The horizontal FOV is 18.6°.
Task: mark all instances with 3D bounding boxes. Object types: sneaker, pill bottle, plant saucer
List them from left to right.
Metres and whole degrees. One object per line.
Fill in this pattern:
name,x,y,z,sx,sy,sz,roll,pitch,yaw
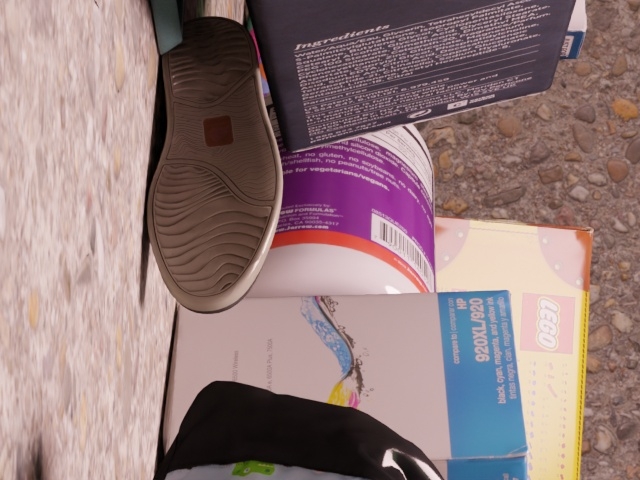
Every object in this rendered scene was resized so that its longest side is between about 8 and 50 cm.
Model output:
plant saucer,-0.098,-0.197,1.182,0.192,0.018,0.067,88,4,-56
sneaker,-0.060,-0.026,1.247,0.118,0.083,0.222,83,5,-52
pill bottle,0.000,0.000,1.523,0.323,0.182,0.181,-87,176,-55

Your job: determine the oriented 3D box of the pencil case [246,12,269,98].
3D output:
pencil case,-0.028,-0.137,1.869,0.104,0.104,0.236,86,5,-52

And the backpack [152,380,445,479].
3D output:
backpack,-0.016,0.278,0.772,0.355,0.273,0.290,-51,147,-53

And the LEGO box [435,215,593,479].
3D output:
LEGO box,0.091,0.237,1.900,0.372,0.193,0.500,169,-75,-72

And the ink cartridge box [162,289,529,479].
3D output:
ink cartridge box,0.017,0.150,1.323,0.168,0.233,0.171,-90,178,-50

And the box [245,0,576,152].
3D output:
box,0.032,-0.260,1.298,0.395,0.212,0.293,76,0,-80

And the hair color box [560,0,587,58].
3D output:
hair color box,0.109,-0.288,2.112,0.105,0.347,0.173,79,11,-77
